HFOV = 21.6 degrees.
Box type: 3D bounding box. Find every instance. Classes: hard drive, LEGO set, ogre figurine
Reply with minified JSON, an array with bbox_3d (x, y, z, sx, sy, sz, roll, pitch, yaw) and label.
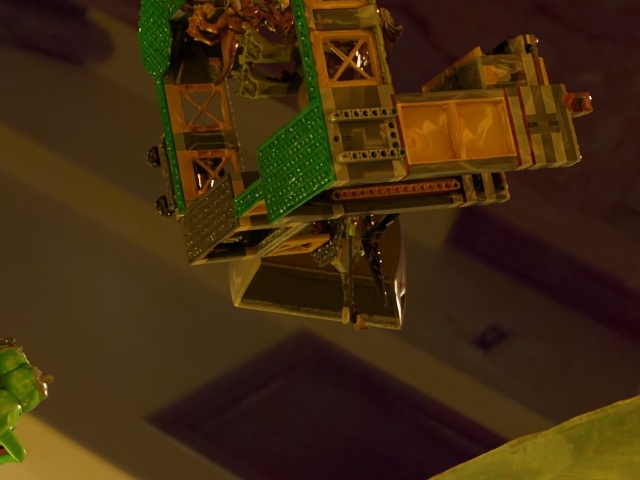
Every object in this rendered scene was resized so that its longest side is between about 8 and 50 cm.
[{"bbox_3d":[0.000,0.000,1.613,0.254,0.172,0.054,-90,10,-66],"label":"hard drive"},{"bbox_3d":[0.028,-0.105,1.066,0.192,0.255,0.331,-6,-20,-26],"label":"LEGO set"},{"bbox_3d":[-0.319,0.160,1.516,0.197,0.118,0.097,-23,-74,-44],"label":"ogre figurine"}]

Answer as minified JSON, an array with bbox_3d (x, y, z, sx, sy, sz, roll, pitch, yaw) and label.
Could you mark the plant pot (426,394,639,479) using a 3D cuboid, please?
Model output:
[{"bbox_3d":[0.156,0.177,0.533,0.293,0.293,0.196,75,-178,-65],"label":"plant pot"}]
